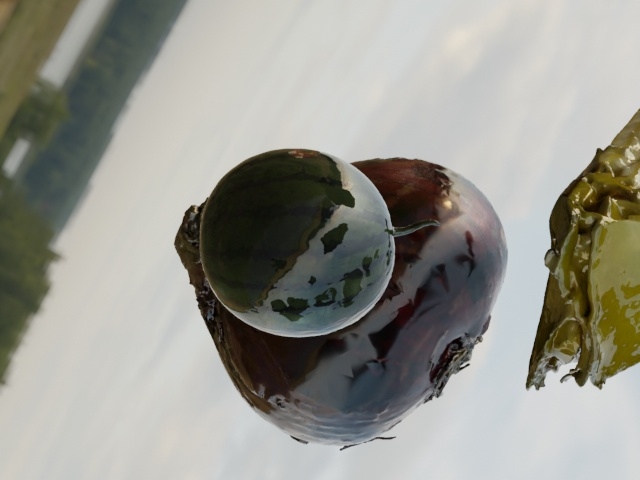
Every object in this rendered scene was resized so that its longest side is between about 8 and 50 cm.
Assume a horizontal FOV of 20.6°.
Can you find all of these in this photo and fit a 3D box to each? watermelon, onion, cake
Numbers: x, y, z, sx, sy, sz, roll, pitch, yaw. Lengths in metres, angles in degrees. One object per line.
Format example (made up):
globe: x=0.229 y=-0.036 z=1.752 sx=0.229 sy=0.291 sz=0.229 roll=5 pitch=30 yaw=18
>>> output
watermelon: x=0.000 y=0.000 z=0.977 sx=0.105 sy=0.133 sz=0.105 roll=-4 pitch=90 yaw=-88
onion: x=0.032 y=0.044 z=1.503 sx=0.281 sy=0.281 sz=0.221 roll=-57 pitch=179 yaw=24
cake: x=0.153 y=-0.001 z=0.773 sx=0.185 sy=0.080 sz=0.116 roll=-44 pitch=147 yaw=-56
